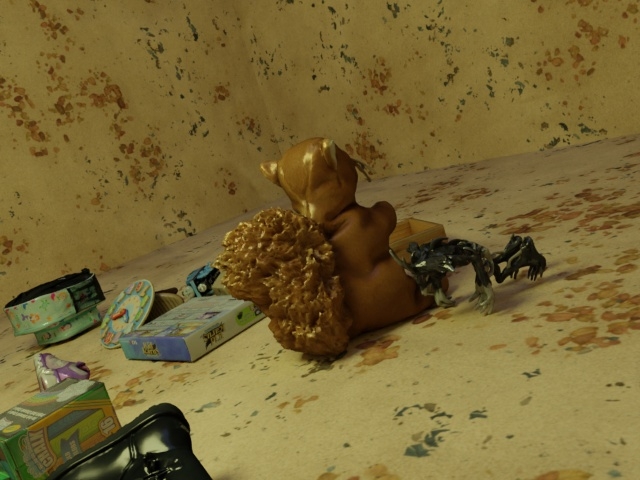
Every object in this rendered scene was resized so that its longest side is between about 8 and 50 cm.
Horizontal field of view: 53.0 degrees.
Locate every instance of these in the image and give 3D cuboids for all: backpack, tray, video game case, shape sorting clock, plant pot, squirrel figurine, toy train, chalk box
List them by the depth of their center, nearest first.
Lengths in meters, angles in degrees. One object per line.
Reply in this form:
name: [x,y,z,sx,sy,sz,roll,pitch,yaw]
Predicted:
chalk box: [-0.422,0.317,0.963,0.132,0.132,0.213,-6,17,44]
squirrel figurine: [0.000,0.000,1.210,0.281,0.371,0.397,-7,15,43]
video game case: [-0.299,0.202,1.512,0.269,0.061,0.244,-8,13,43]
tray: [0.092,0.052,1.603,0.410,0.076,0.203,-21,12,-11]
plant pot: [-0.217,0.125,1.675,0.096,0.109,0.109,-38,20,-29]
shape sorting clock: [-0.519,0.194,1.713,0.206,0.040,0.206,-26,45,30]
backpack: [-0.811,0.211,1.949,0.225,0.191,0.253,-14,4,33]
toy train: [-0.360,0.127,1.957,0.105,0.080,0.184,-25,12,10]

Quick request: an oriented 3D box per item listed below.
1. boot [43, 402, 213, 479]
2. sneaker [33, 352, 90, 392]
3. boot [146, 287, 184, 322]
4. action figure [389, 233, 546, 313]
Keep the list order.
boot: [-0.232,0.317,0.728,0.246,0.094,0.207,-38,27,-8]
sneaker: [-0.565,0.299,1.412,0.104,0.095,0.236,-16,14,-29]
boot: [-0.462,0.171,1.848,0.248,0.090,0.207,-18,12,21]
action figure: [0.257,0.059,1.139,0.275,0.141,0.164,-5,8,-19]
